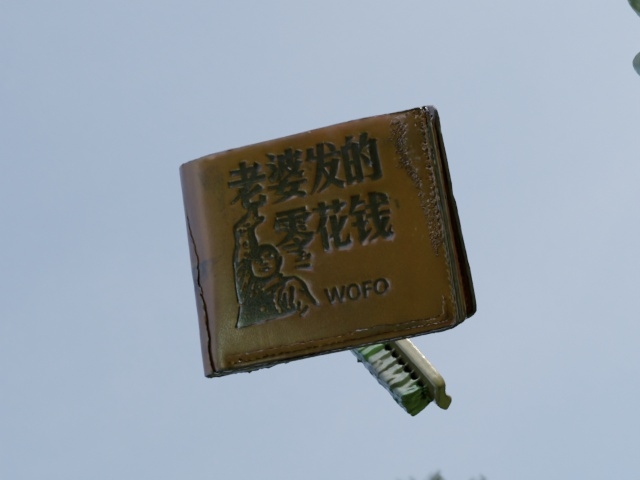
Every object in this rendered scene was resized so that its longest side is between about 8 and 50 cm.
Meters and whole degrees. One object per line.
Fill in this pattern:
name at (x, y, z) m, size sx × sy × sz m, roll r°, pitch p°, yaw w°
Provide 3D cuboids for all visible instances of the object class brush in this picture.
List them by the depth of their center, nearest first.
brush at (0.020, 0.060, 1.275) m, size 0.048 × 0.282 × 0.054 m, roll -34°, pitch -33°, yaw -12°

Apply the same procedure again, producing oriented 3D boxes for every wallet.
wallet at (-0.001, -0.001, 0.928) m, size 0.196 × 0.161 × 0.042 m, roll -12°, pitch -13°, yaw 16°

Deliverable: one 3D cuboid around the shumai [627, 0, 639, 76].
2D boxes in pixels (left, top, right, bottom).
shumai at (0.378, -0.176, 1.184) m, size 0.218 × 0.189 × 0.256 m, roll 45°, pitch -110°, yaw -30°
